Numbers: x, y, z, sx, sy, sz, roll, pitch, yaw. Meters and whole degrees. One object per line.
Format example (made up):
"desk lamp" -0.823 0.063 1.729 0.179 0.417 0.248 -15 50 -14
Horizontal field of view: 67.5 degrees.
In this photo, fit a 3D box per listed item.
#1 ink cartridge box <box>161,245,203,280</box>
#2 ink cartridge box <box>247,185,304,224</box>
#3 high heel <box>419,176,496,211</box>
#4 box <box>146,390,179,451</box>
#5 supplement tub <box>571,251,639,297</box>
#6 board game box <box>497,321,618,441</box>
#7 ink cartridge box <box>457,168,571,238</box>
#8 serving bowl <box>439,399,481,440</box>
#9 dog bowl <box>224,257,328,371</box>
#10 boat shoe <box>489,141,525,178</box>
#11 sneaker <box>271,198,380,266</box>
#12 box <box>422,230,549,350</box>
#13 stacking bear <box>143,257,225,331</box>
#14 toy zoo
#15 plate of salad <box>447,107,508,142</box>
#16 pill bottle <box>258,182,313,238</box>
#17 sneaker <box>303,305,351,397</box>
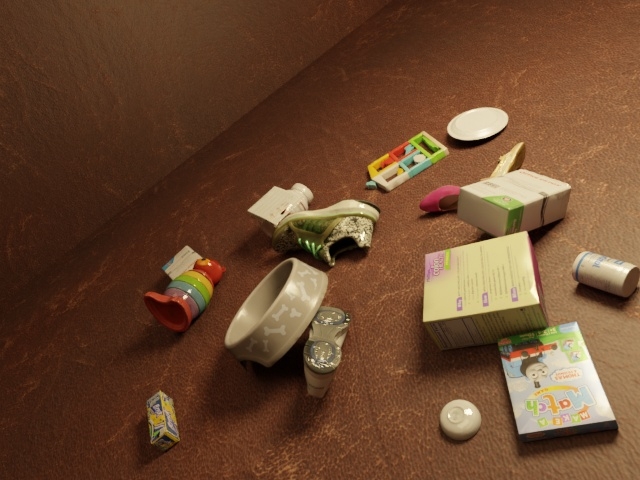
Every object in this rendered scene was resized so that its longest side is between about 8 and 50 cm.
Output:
"ink cartridge box" -0.529 0.114 1.903 0.139 0.082 0.191 -45 36 -14
"ink cartridge box" -0.153 -0.115 1.694 0.145 0.045 0.179 -45 44 -19
"high heel" 0.404 -0.100 1.384 0.244 0.082 0.117 -12 49 24
"box" -0.449 0.511 1.361 0.054 0.059 0.169 -38 34 -3
"supplement tub" 0.593 0.069 1.001 0.071 0.071 0.107 -45 35 -15
"board game box" 0.441 0.266 0.916 0.160 0.039 0.211 -19 37 21
"ink cartridge box" 0.482 -0.095 1.199 0.220 0.092 0.160 -17 32 -23
"serving bowl" 0.276 0.354 0.958 0.084 0.027 0.083 -23 36 18
"dog bowl" -0.132 0.195 1.327 0.349 0.102 0.348 -45 14 15
"boat shoe" 0.551 -0.228 1.414 0.059 0.063 0.170 15 58 42
"sneaker" 0.000 0.000 1.554 0.411 0.158 0.181 -17 55 33
"box" 0.370 0.117 1.092 0.243 0.117 0.213 -15 39 26
"stacking bear" -0.454 0.170 1.706 0.176 0.164 0.289 6 37 23
"toy zoo" 0.291 -0.276 1.727 0.293 0.030 0.192 -31 34 4
"plate of salad" 0.539 -0.395 1.647 0.200 0.048 0.199 -14 40 12
"pill bottle" -0.124 -0.110 1.799 0.121 0.121 0.216 8 52 46
"sneaker" 0.005 0.270 1.218 0.111 0.129 0.297 14 26 7
